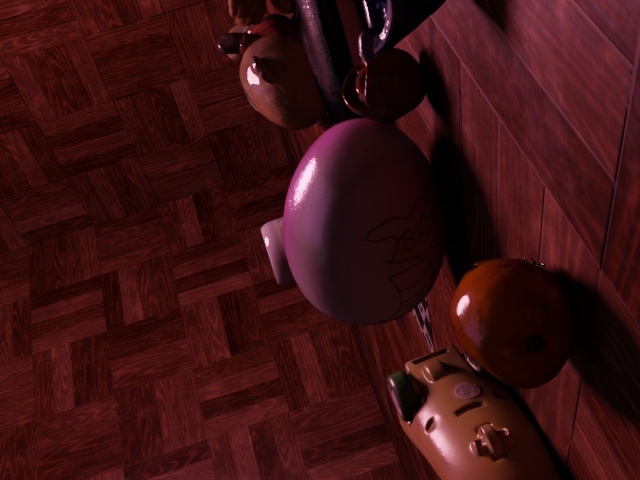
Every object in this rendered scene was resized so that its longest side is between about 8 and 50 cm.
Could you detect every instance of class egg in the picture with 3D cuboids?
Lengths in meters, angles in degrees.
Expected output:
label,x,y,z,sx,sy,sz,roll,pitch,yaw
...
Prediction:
label,x,y,z,sx,sy,sz,roll,pitch,yaw
egg,0.054,-0.019,0.938,0.271,0.197,0.196,105,152,-49

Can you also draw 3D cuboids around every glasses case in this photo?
label,x,y,z,sx,sy,sz,roll,pitch,yaw
glasses case,0.017,-0.271,1.093,0.122,0.075,0.314,48,160,60

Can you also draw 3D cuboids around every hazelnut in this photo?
label,x,y,z,sx,sy,sz,roll,pitch,yaw
hazelnut,0.066,-0.159,0.844,0.086,0.087,0.086,162,90,-87

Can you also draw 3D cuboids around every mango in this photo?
label,x,y,z,sx,sy,sz,roll,pitch,yaw
mango,0.154,0.058,0.641,0.105,0.084,0.159,57,-162,-2
mango,-0.068,-0.489,1.547,0.080,0.061,0.114,-131,31,-66

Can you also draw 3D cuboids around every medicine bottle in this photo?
label,x,y,z,sx,sy,sz,roll,pitch,yaw
medicine bottle,0.000,0.000,1.628,0.135,0.216,0.135,162,90,-87

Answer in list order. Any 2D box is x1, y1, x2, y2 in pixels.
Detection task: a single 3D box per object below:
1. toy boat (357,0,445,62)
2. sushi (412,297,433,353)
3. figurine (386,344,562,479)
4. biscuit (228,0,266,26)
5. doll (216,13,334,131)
label,x,y,z,sx,sy,sz,roll,pitch,yaw
toy boat,0.015,-0.282,0.590,0.129,0.143,0.309,-120,14,-66
sushi,0.114,0.029,1.366,0.264,0.050,0.289,-112,6,-49
figurine,0.177,0.254,0.909,0.324,0.124,0.222,-123,16,-64
biscuit,-0.116,-0.543,1.397,0.394,0.077,0.367,-155,64,-86
doll,-0.072,-0.341,1.598,0.235,0.174,0.329,37,-158,-36
